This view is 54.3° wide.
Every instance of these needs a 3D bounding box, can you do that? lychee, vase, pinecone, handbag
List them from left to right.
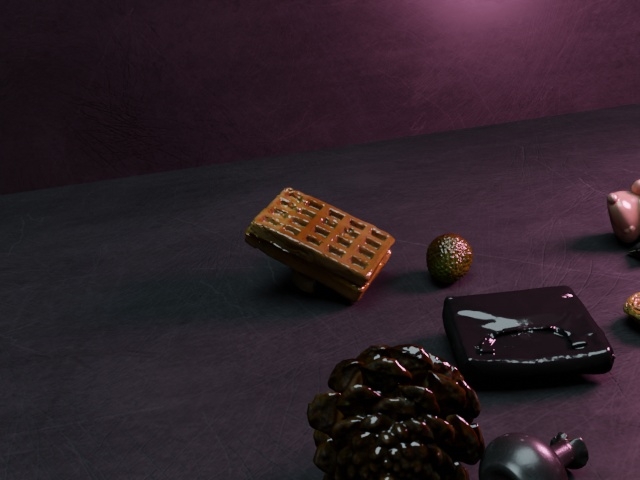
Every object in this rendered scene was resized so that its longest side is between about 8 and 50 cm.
[{"bbox_3d":[0.112,0.256,0.887,0.244,0.244,0.309,-2,7,15],"label":"pinecone"},{"bbox_3d":[0.310,0.040,1.511,0.114,0.114,0.146,1,41,22],"label":"lychee"},{"bbox_3d":[0.378,0.179,1.180,0.275,0.088,0.244,-4,25,2],"label":"handbag"},{"bbox_3d":[0.301,0.312,0.857,0.183,0.120,0.120,-8,17,-40],"label":"vase"}]

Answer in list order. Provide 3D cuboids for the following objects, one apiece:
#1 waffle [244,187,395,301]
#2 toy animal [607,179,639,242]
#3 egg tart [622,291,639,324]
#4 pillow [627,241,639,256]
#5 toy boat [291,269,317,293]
[{"bbox_3d":[0.000,0.000,1.527,0.327,0.098,0.224,28,36,12],"label":"waffle"},{"bbox_3d":[0.820,-0.078,1.540,0.197,0.171,0.171,-12,19,24],"label":"toy animal"},{"bbox_3d":[0.659,0.142,1.216,0.130,0.052,0.130,-5,21,2],"label":"egg tart"},{"bbox_3d":[0.807,0.014,1.475,0.135,0.055,0.091,-6,20,1],"label":"pillow"},{"bbox_3d":[0.011,0.044,1.636,0.121,0.089,0.321,14,28,8],"label":"toy boat"}]
